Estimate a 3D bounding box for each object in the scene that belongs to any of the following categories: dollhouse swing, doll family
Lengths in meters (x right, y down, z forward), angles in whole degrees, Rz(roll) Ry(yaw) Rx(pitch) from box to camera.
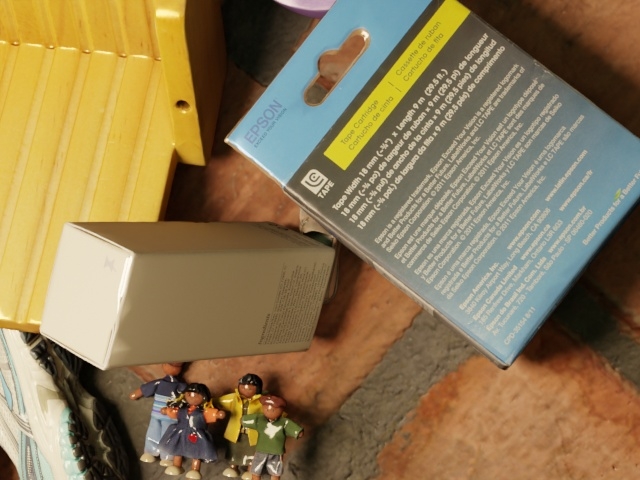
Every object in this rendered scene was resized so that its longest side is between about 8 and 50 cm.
[{"bbox_3d":[-0.293,-0.128,1.645,0.346,0.315,0.305,8,54,9],"label":"dollhouse swing"},{"bbox_3d":[-0.103,0.172,1.741,0.193,0.076,0.111,7,96,12],"label":"doll family"}]

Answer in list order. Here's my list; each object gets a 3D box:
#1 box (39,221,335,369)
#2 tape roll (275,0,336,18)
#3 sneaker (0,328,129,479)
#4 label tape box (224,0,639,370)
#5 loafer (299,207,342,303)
[{"bbox_3d":[-0.115,0.045,1.626,0.094,0.275,0.113,24,104,37],"label":"box"},{"bbox_3d":[0.005,-0.309,1.714,0.189,0.080,0.189,0,90,10],"label":"tape roll"},{"bbox_3d":[-0.298,0.140,1.758,0.122,0.110,0.283,-23,81,22],"label":"sneaker"},{"bbox_3d":[0.117,-0.075,1.672,0.333,0.106,0.241,39,89,7],"label":"label tape box"},{"bbox_3d":[0.000,0.000,1.737,0.045,0.039,0.125,0,91,9],"label":"loafer"}]
